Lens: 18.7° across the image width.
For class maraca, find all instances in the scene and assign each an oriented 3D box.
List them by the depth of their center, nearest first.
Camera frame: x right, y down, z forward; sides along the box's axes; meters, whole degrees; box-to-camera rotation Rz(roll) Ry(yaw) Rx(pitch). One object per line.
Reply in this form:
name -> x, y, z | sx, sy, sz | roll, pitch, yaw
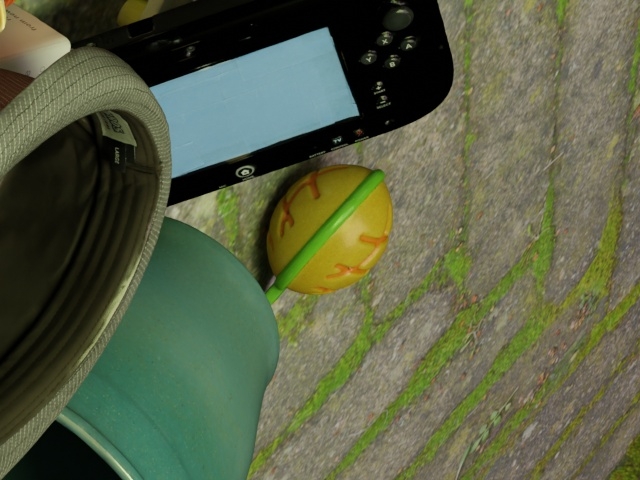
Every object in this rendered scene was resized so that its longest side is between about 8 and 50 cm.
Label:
maraca -> 0.000, 0.000, 1.694 | 0.127, 0.099, 0.186 | -43, 176, -37

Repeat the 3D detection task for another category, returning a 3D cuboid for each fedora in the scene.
fedora -> -0.195, 0.006, 1.011 | 0.275, 0.124, 0.244 | -54, 158, -32

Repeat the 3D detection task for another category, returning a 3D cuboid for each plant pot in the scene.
plant pot -> -0.158, 0.120, 1.357 | 0.255, 0.271, 0.272 | -53, 159, -47

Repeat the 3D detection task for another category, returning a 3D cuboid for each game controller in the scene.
game controller -> -0.070, -0.094, 1.293 | 0.319, 0.067, 0.166 | -18, 137, 3

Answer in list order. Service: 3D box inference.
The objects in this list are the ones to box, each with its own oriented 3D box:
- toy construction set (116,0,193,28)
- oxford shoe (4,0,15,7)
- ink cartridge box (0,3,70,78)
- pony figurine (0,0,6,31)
toy construction set -> -0.010, -0.272, 1.319 | 0.215, 0.151, 0.328 | -25, 150, -50
oxford shoe -> -0.216, -0.193, 1.042 | 0.130, 0.132, 0.364 | -59, 178, 28
ink cartridge box -> -0.292, -0.022, 1.093 | 0.283, 0.117, 0.207 | -25, 140, -50
pony figurine -> -0.247, -0.253, 0.687 | 0.303, 0.351, 0.363 | -37, 123, -3
